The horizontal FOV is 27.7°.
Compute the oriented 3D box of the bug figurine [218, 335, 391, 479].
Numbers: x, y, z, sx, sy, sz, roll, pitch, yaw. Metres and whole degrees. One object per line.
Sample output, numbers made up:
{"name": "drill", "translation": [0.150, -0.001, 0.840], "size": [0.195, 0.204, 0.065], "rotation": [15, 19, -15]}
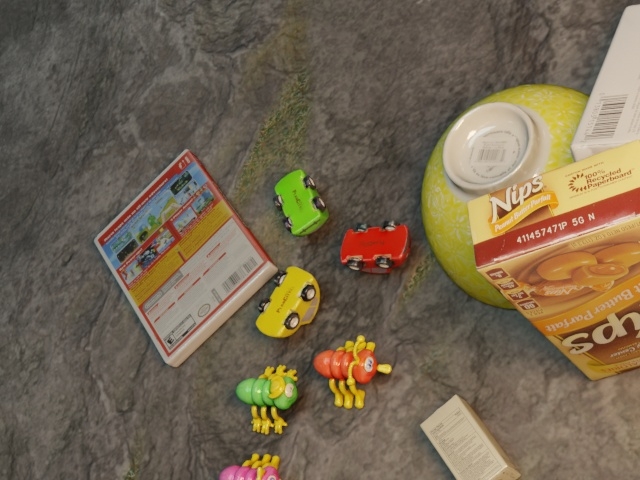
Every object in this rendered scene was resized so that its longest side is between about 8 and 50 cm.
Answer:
{"name": "bug figurine", "translation": [-0.024, 0.244, 1.597], "size": [0.216, 0.072, 0.279], "rotation": [-5, 63, 32]}

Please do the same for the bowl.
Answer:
{"name": "bowl", "translation": [0.229, -0.079, 1.547], "size": [0.289, 0.156, 0.289], "rotation": [-16, 57, 27]}

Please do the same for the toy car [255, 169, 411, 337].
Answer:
{"name": "toy car", "translation": [0.000, 0.000, 1.726], "size": [0.239, 0.053, 0.225], "rotation": [-33, 51, 14]}

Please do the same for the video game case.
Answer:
{"name": "video game case", "translation": [-0.200, 0.020, 1.868], "size": [0.204, 0.025, 0.285], "rotation": [-44, 50, 7]}

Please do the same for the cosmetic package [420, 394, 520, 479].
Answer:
{"name": "cosmetic package", "translation": [0.171, 0.240, 1.488], "size": [0.060, 0.041, 0.115], "rotation": [-41, 50, 9]}

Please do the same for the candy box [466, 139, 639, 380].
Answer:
{"name": "candy box", "translation": [0.300, 0.032, 1.331], "size": [0.183, 0.316, 0.087], "rotation": [-20, 55, 24]}

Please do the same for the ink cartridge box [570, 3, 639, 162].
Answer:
{"name": "ink cartridge box", "translation": [0.439, -0.178, 1.439], "size": [0.261, 0.066, 0.296], "rotation": [-3, 39, 31]}
